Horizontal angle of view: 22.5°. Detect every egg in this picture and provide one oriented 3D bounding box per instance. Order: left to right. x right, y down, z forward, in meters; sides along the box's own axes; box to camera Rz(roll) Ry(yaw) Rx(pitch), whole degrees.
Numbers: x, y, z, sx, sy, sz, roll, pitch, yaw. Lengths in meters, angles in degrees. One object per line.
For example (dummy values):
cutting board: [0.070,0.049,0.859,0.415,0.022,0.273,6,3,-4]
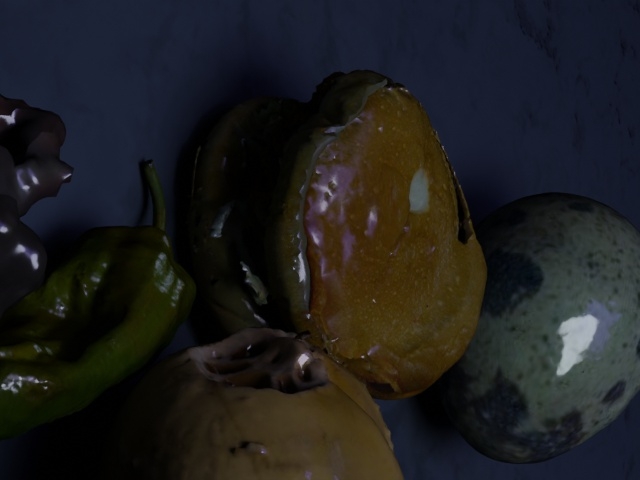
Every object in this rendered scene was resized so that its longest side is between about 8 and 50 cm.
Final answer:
egg: [0.138,0.054,0.994,0.141,0.141,0.182,53,53,-36]

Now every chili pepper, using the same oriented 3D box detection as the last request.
chili pepper: [-0.100,0.034,0.728,0.204,0.072,0.073,-40,127,-52]

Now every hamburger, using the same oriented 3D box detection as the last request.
hamburger: [0.000,0.000,0.849,0.185,0.113,0.177,2,90,-46]

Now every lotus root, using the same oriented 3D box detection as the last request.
lotus root: [-0.029,0.211,0.734,0.169,0.151,0.343,-101,-168,-83]

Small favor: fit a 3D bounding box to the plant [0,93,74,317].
plant: [-0.195,-0.002,0.521,0.204,0.178,0.234,51,36,-23]
